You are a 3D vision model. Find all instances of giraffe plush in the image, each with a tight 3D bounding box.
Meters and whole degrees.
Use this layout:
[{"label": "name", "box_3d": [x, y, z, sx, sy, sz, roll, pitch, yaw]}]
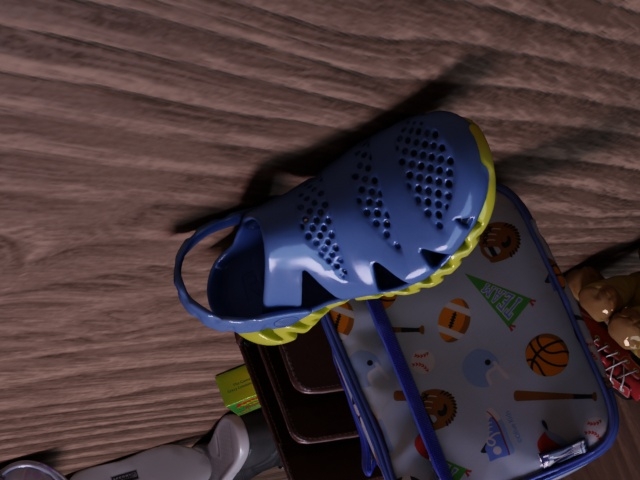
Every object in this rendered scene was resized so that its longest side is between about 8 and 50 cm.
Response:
[{"label": "giraffe plush", "box_3d": [0.472, 0.066, 1.770, 0.170, 0.181, 0.210, -48, 146, 12]}]

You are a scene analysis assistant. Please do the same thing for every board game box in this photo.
[{"label": "board game box", "box_3d": [-0.036, 0.166, 1.618, 0.181, 0.043, 0.092, -22, 163, 1]}]

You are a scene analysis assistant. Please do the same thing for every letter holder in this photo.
[{"label": "letter holder", "box_3d": [0.092, 0.131, 1.360, 0.302, 0.214, 0.152, -15, 163, -20]}]

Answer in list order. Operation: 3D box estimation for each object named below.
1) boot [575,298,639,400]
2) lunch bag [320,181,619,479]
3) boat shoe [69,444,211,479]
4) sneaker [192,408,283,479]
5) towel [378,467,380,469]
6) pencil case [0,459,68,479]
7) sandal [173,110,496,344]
[{"label": "boot", "box_3d": [0.372, 0.148, 1.772, 0.244, 0.176, 0.088, 21, 110, -45]}, {"label": "lunch bag", "box_3d": [0.129, 0.114, 1.199, 0.243, 0.303, 0.115, -21, 167, 1]}, {"label": "boat shoe", "box_3d": [-0.273, 0.356, 1.883, 0.219, 0.077, 0.070, -6, 159, -20]}, {"label": "sneaker", "box_3d": [-0.107, 0.337, 1.957, 0.147, 0.104, 0.296, -7, 155, -26]}, {"label": "towel", "box_3d": [-0.004, 0.197, 1.470, 0.102, 0.237, 0.021, -15, 130, -15]}, {"label": "pencil case", "box_3d": [-0.396, 0.379, 1.699, 0.124, 0.113, 0.273, -63, -177, -24]}, {"label": "sandal", "box_3d": [0.000, 0.000, 1.006, 0.317, 0.126, 0.138, -34, 155, 34]}]
